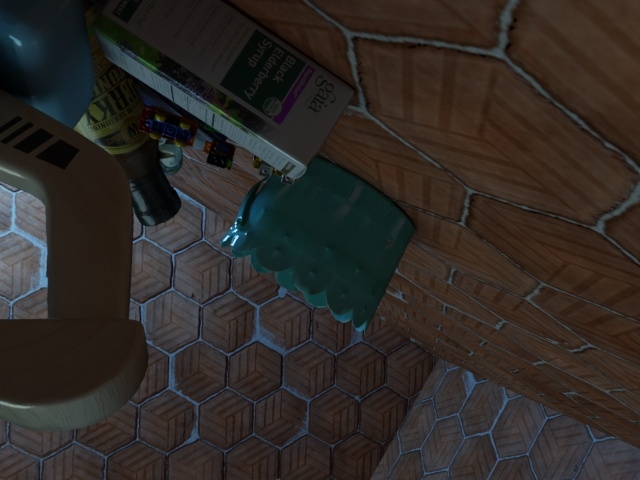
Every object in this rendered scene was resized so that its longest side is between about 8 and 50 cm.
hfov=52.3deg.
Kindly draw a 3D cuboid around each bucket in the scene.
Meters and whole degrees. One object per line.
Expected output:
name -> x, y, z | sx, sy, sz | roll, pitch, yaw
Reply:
bucket -> 0.000, 0.000, 1.026 | 0.281, 0.183, 0.281 | 32, 172, 5

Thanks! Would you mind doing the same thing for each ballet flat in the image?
ballet flat -> -0.272, -0.160, 1.084 | 0.070, 0.070, 0.188 | 27, 174, 31

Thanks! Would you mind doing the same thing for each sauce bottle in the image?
sauce bottle -> -0.292, -0.173, 0.892 | 0.111, 0.111, 0.344 | 24, 147, 45

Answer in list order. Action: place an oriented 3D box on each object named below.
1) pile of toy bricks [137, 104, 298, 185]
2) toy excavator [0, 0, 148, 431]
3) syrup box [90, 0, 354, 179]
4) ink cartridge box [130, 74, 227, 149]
pile of toy bricks -> -0.115, -0.160, 0.845 | 0.212, 0.118, 0.105 | 17, -155, -13
toy excavator -> -0.279, -0.120, 0.544 | 0.445, 0.433, 0.222 | 23, 150, 2
syrup box -> -0.093, -0.166, 0.648 | 0.236, 0.093, 0.096 | 33, 172, -7
ink cartridge box -> -0.264, -0.223, 1.084 | 0.175, 0.069, 0.371 | 37, 174, -31
